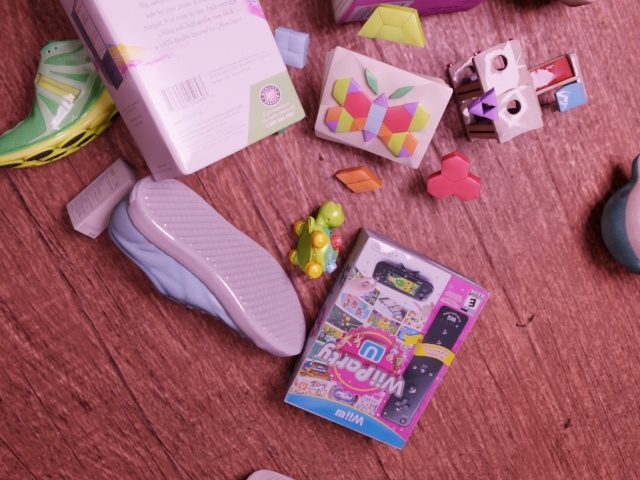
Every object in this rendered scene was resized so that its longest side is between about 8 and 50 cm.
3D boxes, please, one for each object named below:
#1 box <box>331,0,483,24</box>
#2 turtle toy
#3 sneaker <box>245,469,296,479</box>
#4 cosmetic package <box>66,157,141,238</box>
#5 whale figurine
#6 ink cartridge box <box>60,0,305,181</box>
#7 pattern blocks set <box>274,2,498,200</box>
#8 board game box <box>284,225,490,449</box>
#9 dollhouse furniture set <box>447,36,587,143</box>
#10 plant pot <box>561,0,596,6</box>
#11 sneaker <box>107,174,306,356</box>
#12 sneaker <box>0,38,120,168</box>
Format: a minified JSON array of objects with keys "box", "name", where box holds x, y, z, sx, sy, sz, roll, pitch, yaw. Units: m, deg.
[{"box":[0.114,-0.437,0.649,0.213,0.117,0.243,-12,98,-12],"name":"box"},{"box":[0.000,0.000,0.786,0.066,0.095,0.130,5,104,-27],"name":"turtle toy"},{"box":[-0.007,0.551,0.891,0.350,0.131,0.148,29,106,-4],"name":"sneaker"},{"box":[-0.329,-0.064,0.755,0.115,0.060,0.041,-38,147,5],"name":"cosmetic package"},{"box":[0.566,-0.061,0.800,0.216,0.141,0.272,41,72,-11],"name":"whale figurine"},{"box":[-0.190,-0.280,0.629,0.207,0.119,0.353,-34,111,-30],"name":"ink cartridge box"},{"box":[0.082,-0.182,0.701,0.325,0.026,0.285,10,132,14],"name":"pattern blocks set"},{"box":[0.103,0.162,0.820,0.224,0.097,0.303,25,100,-8],"name":"board game box"},{"box":[0.308,-0.240,0.726,0.184,0.129,0.129,-22,103,2],"name":"dollhouse furniture set"},{"box":[0.309,-0.435,0.670,0.237,0.110,0.237,-2,93,-44],"name":"plant pot"},{"box":[-0.175,0.060,0.783,0.150,0.135,0.366,-26,113,36],"name":"sneaker"},{"box":[-0.358,-0.214,0.707,0.295,0.109,0.123,-42,100,-4],"name":"sneaker"}]
